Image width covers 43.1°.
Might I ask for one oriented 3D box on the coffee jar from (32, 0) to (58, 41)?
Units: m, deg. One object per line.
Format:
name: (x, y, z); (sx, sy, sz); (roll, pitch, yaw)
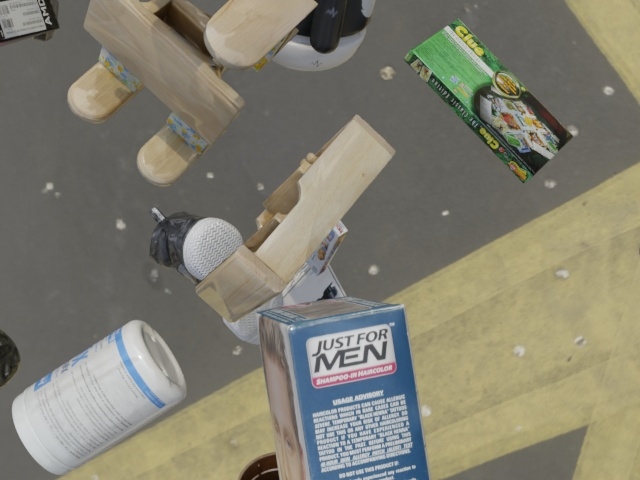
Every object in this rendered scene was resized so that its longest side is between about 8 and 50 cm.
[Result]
coffee jar: (-0.589, -0.439, 1.522); (0.096, 0.184, 0.079); (143, 136, -63)

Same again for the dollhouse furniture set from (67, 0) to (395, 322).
dollhouse furniture set: (-0.150, -0.134, 0.988); (0.394, 0.256, 0.362); (43, 151, -7)

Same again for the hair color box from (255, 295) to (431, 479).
hair color box: (0.027, 0.230, 0.719); (0.105, 0.174, 0.347); (-8, 90, -14)

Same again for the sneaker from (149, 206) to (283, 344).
sneaker: (-0.158, 0.044, 1.206); (0.153, 0.269, 0.101); (25, 65, 37)

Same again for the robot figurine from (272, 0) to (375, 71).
robot figurine: (-0.003, -0.352, 1.036); (0.173, 0.209, 0.278); (29, 134, 16)

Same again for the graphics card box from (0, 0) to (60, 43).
graphics card box: (-0.625, -0.321, 1.275); (0.232, 0.371, 0.094); (-7, 110, 27)

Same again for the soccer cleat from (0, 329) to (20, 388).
soccer cleat: (-0.447, 0.175, 0.809); (0.108, 0.318, 0.116); (46, 122, 7)

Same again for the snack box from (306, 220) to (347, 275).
snack box: (0.000, 0.000, 1.374); (0.064, 0.022, 0.178); (54, 156, 13)

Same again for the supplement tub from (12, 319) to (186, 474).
supplement tub: (-0.159, 0.113, 0.589); (0.107, 0.071, 0.071); (-32, 77, 0)

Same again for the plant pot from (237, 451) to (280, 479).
plant pot: (-0.075, 0.514, 1.516); (0.167, 0.167, 0.165); (26, 132, 26)

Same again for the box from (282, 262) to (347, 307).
box: (-0.011, 0.179, 1.589); (0.087, 0.169, 0.290); (2, 131, 45)

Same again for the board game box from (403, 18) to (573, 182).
board game box: (0.257, -0.216, 1.229); (0.260, 0.136, 0.030); (48, 146, 6)

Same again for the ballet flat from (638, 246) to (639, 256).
ballet flat: (0.542, 0.087, 1.196); (0.221, 0.079, 0.077); (54, 143, 4)
